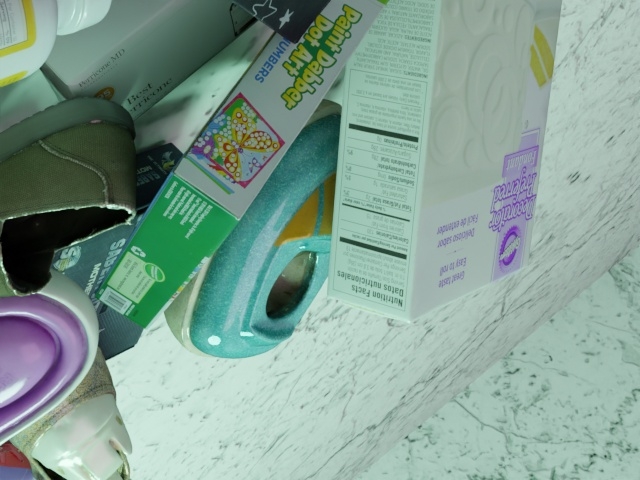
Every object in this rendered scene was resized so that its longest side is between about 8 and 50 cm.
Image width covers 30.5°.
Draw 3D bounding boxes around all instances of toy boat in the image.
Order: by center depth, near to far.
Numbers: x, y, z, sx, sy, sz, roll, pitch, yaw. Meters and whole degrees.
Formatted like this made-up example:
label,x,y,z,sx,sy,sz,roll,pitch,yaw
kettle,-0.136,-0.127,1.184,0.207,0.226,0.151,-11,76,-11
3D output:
label,x,y,z,sx,sy,sz,roll,pitch,yaw
toy boat,0.000,0.000,1.143,0.318,0.148,0.267,2,116,-59

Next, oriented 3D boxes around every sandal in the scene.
label,x,y,z,sx,sy,sz,roll,pitch,yaw
sandal,-0.330,0.175,0.851,0.169,0.102,0.416,37,105,-31

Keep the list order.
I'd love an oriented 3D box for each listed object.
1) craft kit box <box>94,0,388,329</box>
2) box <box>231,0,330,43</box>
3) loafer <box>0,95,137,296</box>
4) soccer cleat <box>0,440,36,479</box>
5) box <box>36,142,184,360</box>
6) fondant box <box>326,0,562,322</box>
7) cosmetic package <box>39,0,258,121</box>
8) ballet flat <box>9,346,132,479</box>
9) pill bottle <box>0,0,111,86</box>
label,x,y,z,sx,sy,sz,roll,pitch,yaw
craft kit box,-0.053,-0.076,0.840,0.246,0.061,0.250,-61,-171,-27
box,-0.052,-0.234,0.617,0.163,0.142,0.247,-49,162,10
loafer,-0.225,-0.002,0.762,0.251,0.087,0.094,-29,158,11
soccer cleat,-0.327,0.238,1.141,0.116,0.109,0.318,-64,160,-4
box,-0.208,0.037,0.993,0.183,0.059,0.232,-26,155,-45
fondant box,0.119,-0.116,1.066,0.238,0.096,0.330,-18,119,-53
cosmetic package,-0.084,-0.175,0.802,0.239,0.060,0.099,-41,160,-10
ballet flat,-0.209,0.172,1.028,0.107,0.106,0.316,-37,162,-17
pill bottle,-0.203,-0.121,0.603,0.184,0.103,0.103,-30,156,-37
